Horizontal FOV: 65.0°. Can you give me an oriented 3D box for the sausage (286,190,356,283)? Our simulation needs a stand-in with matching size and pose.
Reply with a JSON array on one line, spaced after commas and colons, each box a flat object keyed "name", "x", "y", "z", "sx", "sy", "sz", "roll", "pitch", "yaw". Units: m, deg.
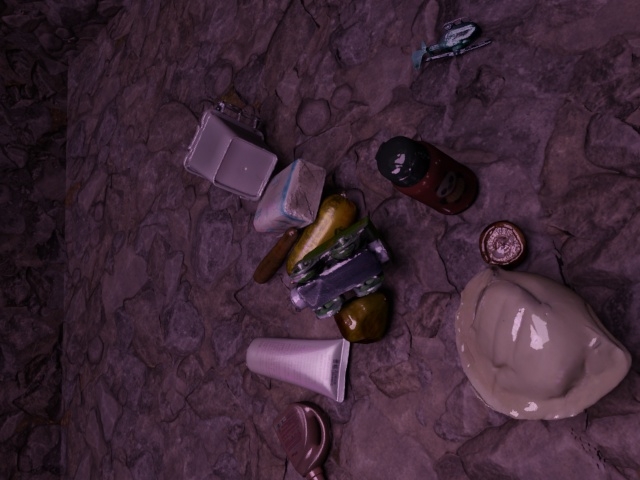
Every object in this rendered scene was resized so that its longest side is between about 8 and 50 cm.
[{"name": "sausage", "x": 0.000, "y": 0.000, "z": 1.577, "sx": 0.123, "sy": 0.123, "sz": 0.347, "roll": 43, "pitch": 108, "yaw": 37}]

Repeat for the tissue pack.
[{"name": "tissue pack", "x": -0.102, "y": -0.131, "z": 1.618, "sx": 0.271, "sy": 0.124, "sz": 0.201, "roll": -22, "pitch": 47, "yaw": 60}]

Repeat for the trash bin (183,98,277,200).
[{"name": "trash bin", "x": -0.298, "y": -0.308, "z": 1.756, "sx": 0.296, "sy": 0.256, "sz": 0.368, "roll": -62, "pitch": 30, "yaw": 8}]

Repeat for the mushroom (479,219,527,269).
[{"name": "mushroom", "x": 0.453, "y": 0.011, "z": 1.246, "sx": 0.123, "sy": 0.052, "sz": 0.123, "roll": 0, "pitch": 90, "yaw": 38}]

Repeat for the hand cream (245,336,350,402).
[{"name": "hand cream", "x": -0.071, "y": 0.380, "z": 1.576, "sx": 0.359, "sy": 0.118, "sz": 0.185, "roll": 2, "pitch": 78, "yaw": 32}]

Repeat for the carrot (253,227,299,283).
[{"name": "carrot", "x": -0.140, "y": 0.047, "z": 1.659, "sx": 0.342, "sy": 0.070, "sz": 0.070, "roll": -49, "pitch": 51, "yaw": 48}]

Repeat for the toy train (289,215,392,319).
[{"name": "toy train", "x": 0.054, "y": 0.074, "z": 1.403, "sx": 0.307, "sy": 0.249, "sz": 0.173, "roll": -33, "pitch": 102, "yaw": 16}]

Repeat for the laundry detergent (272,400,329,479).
[{"name": "laundry detergent", "x": -0.034, "y": 0.601, "z": 1.504, "sx": 0.171, "sy": 0.076, "sz": 0.237, "roll": -50, "pitch": 54, "yaw": 20}]

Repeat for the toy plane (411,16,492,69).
[{"name": "toy plane", "x": 0.370, "y": -0.569, "z": 1.445, "sx": 0.235, "sy": 0.060, "sz": 0.096, "roll": -8, "pitch": 89, "yaw": 34}]

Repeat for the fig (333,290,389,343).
[{"name": "fig", "x": 0.122, "y": 0.211, "z": 1.420, "sx": 0.154, "sy": 0.144, "sz": 0.165, "roll": 36, "pitch": 91, "yaw": 16}]

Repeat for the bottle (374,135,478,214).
[{"name": "bottle", "x": 0.262, "y": -0.163, "z": 1.256, "sx": 0.144, "sy": 0.336, "sz": 0.144, "roll": -10, "pitch": 75, "yaw": 39}]

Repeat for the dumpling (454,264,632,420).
[{"name": "dumpling", "x": 0.433, "y": 0.221, "z": 1.104, "sx": 0.315, "sy": 0.233, "sz": 0.395, "roll": -53, "pitch": 42, "yaw": 9}]
